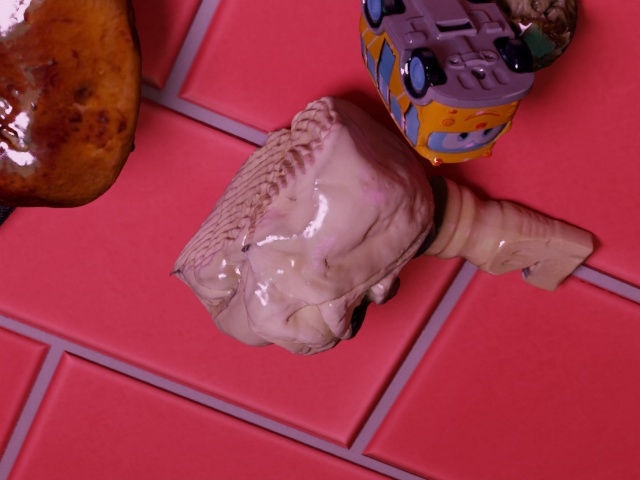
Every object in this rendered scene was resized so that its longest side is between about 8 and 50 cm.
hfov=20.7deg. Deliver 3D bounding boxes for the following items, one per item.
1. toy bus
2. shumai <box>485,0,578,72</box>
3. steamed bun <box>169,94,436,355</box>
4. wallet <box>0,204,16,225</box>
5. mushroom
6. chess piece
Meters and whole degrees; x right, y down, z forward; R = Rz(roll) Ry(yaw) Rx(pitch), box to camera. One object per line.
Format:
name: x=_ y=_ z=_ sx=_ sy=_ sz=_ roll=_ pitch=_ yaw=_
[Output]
toy bus: x=0.119 y=-0.176 z=1.768 sx=0.126 sy=0.209 sz=0.136 roll=-10 pitch=141 yaw=-22
shumai: x=0.215 y=-0.211 z=1.801 sx=0.099 sy=0.087 sz=0.124 roll=5 pitch=129 yaw=3
steamed bun: x=0.000 y=0.000 z=1.882 sx=0.206 sy=0.275 sz=0.320 roll=34 pitch=161 yaw=-20
wallet: x=-0.439 y=-0.097 z=1.995 sx=0.221 sy=0.071 sz=0.262 roll=33 pitch=131 yaw=-17
mushroom: x=-0.315 y=-0.201 z=1.794 sx=0.345 sy=0.259 sz=0.346 roll=12 pitch=115 yaw=26
chess piece: x=0.206 y=-0.002 z=1.973 sx=0.200 sy=0.090 sz=0.090 roll=17 pitch=128 yaw=-19
